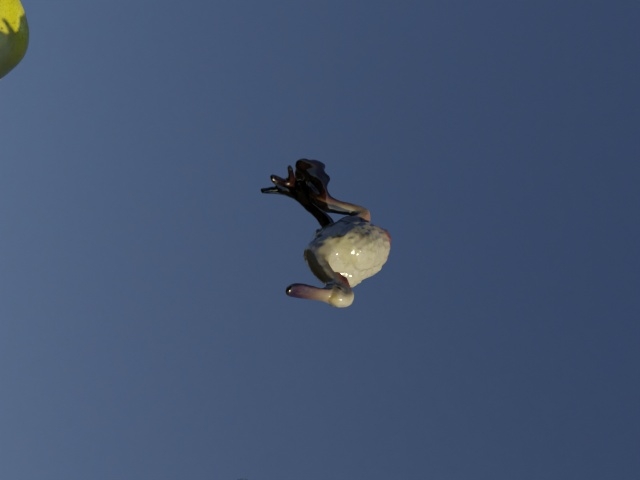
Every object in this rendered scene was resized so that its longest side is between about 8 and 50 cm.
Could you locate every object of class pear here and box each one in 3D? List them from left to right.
[{"bbox_3d":[-0.592,-0.356,1.978,0.198,0.198,0.198,15,-69,45],"label":"pear"}]

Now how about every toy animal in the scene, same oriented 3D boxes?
[{"bbox_3d":[0.021,0.015,1.537,0.090,0.195,0.324,-58,-157,27],"label":"toy animal"}]

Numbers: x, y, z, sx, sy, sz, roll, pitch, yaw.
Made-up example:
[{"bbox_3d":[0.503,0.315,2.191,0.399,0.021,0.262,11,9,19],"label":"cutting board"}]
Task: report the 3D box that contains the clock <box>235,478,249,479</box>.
[{"bbox_3d":[-0.106,0.402,1.296,0.279,0.273,0.049,7,-43,56],"label":"clock"}]
